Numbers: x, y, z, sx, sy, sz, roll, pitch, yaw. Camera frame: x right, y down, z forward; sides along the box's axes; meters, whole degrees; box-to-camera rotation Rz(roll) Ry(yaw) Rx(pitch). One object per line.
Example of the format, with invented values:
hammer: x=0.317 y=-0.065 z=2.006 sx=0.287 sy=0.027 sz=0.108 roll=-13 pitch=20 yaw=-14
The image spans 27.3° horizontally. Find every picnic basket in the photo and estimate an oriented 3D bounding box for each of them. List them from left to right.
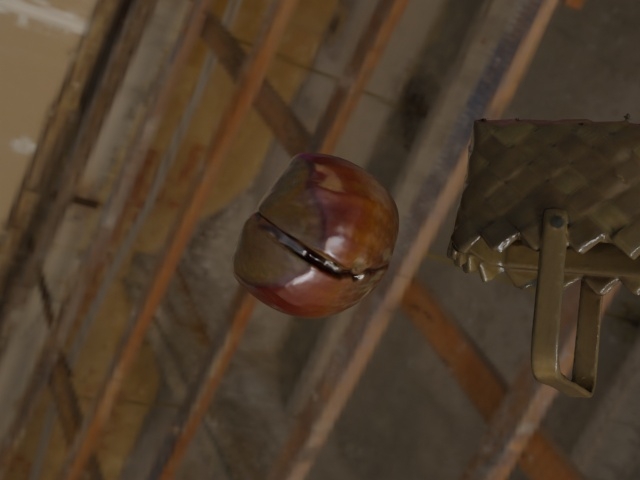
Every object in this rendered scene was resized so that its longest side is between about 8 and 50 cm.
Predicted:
picnic basket: x=0.304 y=0.022 z=1.604 sx=0.291 sy=0.254 sz=0.321 roll=2 pitch=-101 yaw=20

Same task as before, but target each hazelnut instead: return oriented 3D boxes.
hazelnut: x=0.001 y=0.001 z=1.667 sx=0.212 sy=0.181 sz=0.181 roll=-57 pitch=177 yaw=10
